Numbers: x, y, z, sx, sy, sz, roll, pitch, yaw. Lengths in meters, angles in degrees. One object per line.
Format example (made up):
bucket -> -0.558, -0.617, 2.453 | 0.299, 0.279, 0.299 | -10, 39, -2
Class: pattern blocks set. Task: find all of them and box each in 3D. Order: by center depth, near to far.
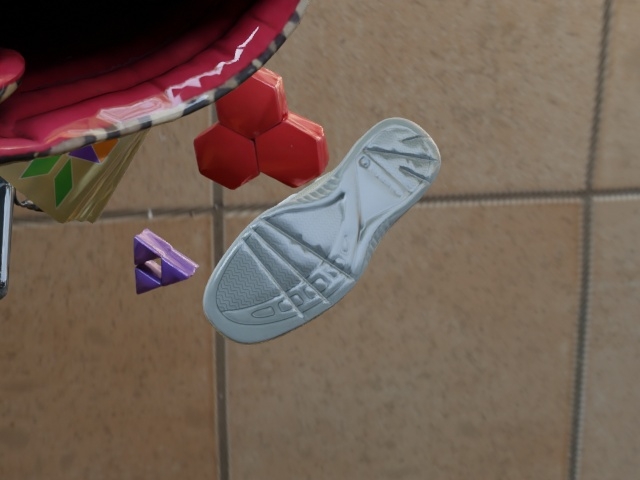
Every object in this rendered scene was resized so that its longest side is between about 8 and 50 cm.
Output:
pattern blocks set -> -0.181, -0.102, 0.836 | 0.285, 0.026, 0.325 | -36, 104, 32

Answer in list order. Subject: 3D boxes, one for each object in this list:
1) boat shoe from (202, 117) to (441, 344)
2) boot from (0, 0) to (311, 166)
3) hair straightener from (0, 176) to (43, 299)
boat shoe -> -0.001, -0.003, 1.425 | 0.118, 0.103, 0.320 | 43, 62, 1
boot -> -0.211, -0.134, 0.491 | 0.377, 0.284, 0.138 | -8, 123, -43
hair straightener -> -0.247, -0.050, 1.057 | 0.047, 0.230, 0.089 | -18, 145, 22
